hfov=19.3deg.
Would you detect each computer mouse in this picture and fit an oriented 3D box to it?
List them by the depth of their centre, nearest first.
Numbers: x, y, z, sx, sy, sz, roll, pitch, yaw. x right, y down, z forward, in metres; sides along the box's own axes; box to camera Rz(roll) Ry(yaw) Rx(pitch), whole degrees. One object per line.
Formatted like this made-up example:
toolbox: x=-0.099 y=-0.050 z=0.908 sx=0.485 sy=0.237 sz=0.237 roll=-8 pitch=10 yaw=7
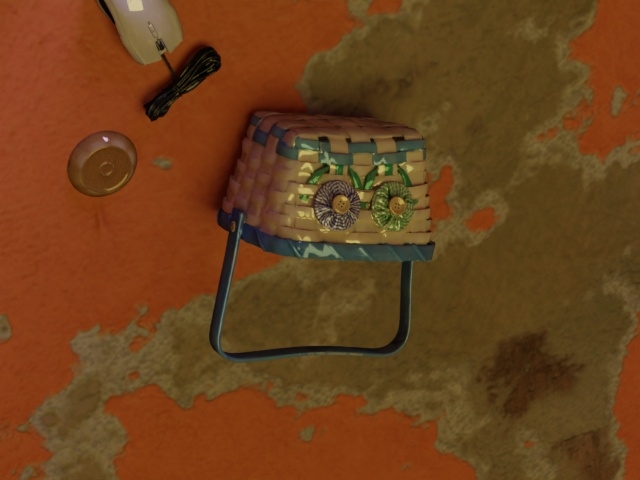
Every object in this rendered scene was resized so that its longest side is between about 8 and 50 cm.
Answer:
computer mouse: x=-0.185 y=-0.225 z=2.057 sx=0.106 sy=0.042 sz=0.193 roll=-35 pitch=129 yaw=-4

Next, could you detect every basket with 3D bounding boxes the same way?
basket: x=0.000 y=0.000 z=2.193 sx=0.254 sy=0.201 sz=0.289 roll=-2 pitch=110 yaw=-28

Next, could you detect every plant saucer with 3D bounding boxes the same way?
plant saucer: x=-0.244 y=-0.083 z=2.130 sx=0.083 sy=0.015 sz=0.083 roll=-14 pitch=124 yaw=-21
